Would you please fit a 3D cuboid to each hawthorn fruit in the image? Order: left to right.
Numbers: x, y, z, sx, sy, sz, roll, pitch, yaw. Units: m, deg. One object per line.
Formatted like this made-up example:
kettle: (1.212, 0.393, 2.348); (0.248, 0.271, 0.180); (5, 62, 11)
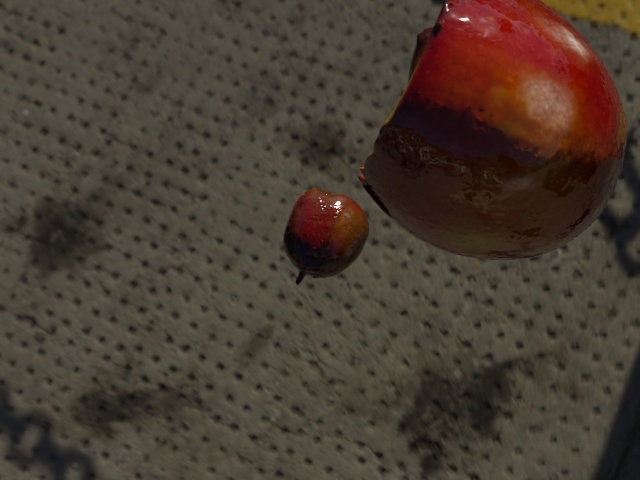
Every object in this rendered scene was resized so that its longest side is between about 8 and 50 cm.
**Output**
hawthorn fruit: (0.002, -0.006, 1.082); (0.077, 0.077, 0.077); (-4, 70, 11)

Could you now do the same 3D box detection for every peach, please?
peach: (0.108, -0.086, 0.904); (0.190, 0.226, 0.196); (-35, 50, 19)
